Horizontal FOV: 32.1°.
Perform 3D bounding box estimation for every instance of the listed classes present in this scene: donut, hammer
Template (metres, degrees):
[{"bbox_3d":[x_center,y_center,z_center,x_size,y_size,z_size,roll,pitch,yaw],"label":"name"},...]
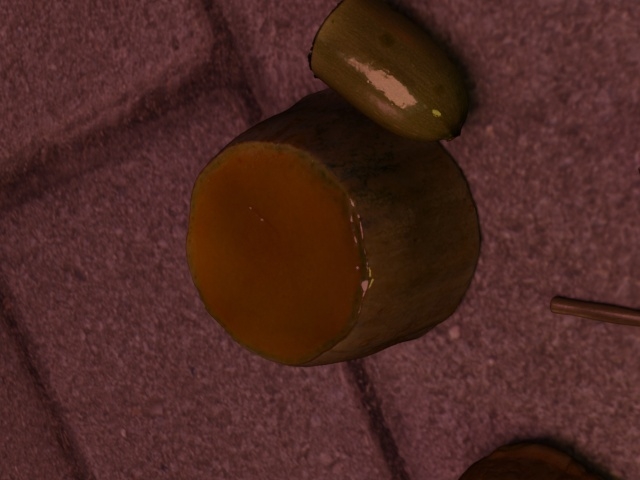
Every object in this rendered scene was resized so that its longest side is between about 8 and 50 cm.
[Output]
[{"bbox_3d":[0.266,0.360,1.298,0.261,0.128,0.208,35,123,19],"label":"donut"},{"bbox_3d":[0.344,0.081,1.210,0.199,0.013,0.062,9,112,33],"label":"hammer"}]

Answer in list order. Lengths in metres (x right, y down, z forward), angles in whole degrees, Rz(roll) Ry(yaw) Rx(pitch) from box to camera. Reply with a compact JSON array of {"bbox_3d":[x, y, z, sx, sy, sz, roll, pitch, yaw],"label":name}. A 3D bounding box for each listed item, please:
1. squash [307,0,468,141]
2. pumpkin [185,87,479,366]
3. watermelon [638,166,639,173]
[{"bbox_3d":[0.085,-0.178,1.236,0.187,0.123,0.123,43,126,17],"label":"squash"},{"bbox_3d":[0.000,0.000,1.317,0.332,0.199,0.332,12,113,29],"label":"pumpkin"},{"bbox_3d":[0.419,-0.027,1.071,0.145,0.137,0.193,-33,86,4],"label":"watermelon"}]
